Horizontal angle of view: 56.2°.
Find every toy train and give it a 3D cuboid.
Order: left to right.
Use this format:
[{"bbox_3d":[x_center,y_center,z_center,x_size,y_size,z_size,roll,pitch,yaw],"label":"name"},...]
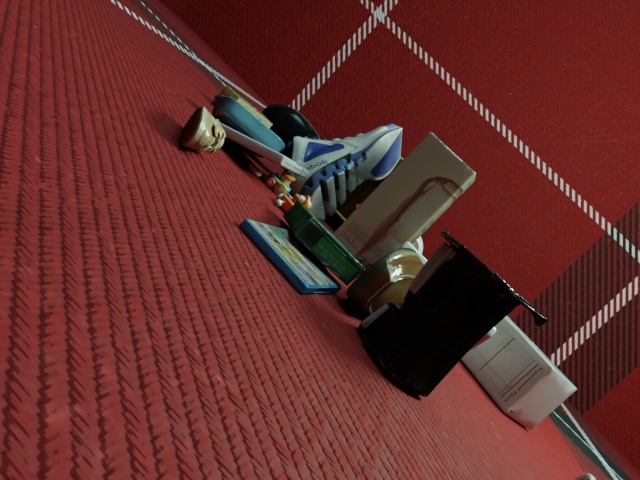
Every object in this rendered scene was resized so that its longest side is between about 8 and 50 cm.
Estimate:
[{"bbox_3d":[-0.063,-0.094,1.133,0.166,0.046,0.125,51,10,35],"label":"toy train"}]

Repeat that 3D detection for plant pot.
[{"bbox_3d":[0.124,-0.091,1.483,0.212,0.212,0.187,47,-13,18],"label":"plant pot"}]

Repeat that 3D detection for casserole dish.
[{"bbox_3d":[-0.159,-0.236,1.286,0.188,0.037,0.114,39,-16,-25],"label":"casserole dish"}]

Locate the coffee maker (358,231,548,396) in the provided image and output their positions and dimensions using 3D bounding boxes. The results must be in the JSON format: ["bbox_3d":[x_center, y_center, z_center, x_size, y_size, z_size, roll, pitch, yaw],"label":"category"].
[{"bbox_3d":[0.149,0.101,0.745,0.120,0.178,0.171,40,7,-15],"label":"coffee maker"}]

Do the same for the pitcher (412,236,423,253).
[{"bbox_3d":[0.188,-0.004,1.647,0.177,0.125,0.207,40,-1,-6],"label":"pitcher"}]

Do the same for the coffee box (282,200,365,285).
[{"bbox_3d":[0.000,0.000,0.921,0.113,0.040,0.184,45,2,-15],"label":"coffee box"}]

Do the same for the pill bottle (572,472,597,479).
[{"bbox_3d":[0.435,0.423,0.919,0.116,0.065,0.065,46,9,10],"label":"pill bottle"}]

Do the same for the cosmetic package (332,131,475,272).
[{"bbox_3d":[0.174,-0.066,1.256,0.129,0.296,0.153,45,9,11],"label":"cosmetic package"}]

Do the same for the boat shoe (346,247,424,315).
[{"bbox_3d":[0.149,0.102,0.946,0.120,0.122,0.324,52,12,24],"label":"boat shoe"}]

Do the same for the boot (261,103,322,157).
[{"bbox_3d":[-0.054,-0.261,1.690,0.348,0.131,0.260,45,9,1],"label":"boot"}]

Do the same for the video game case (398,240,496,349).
[{"bbox_3d":[0.218,0.123,1.167,0.227,0.026,0.206,46,-20,12],"label":"video game case"}]

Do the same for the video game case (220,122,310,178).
[{"bbox_3d":[-0.126,-0.181,1.169,0.190,0.022,0.173,28,5,14],"label":"video game case"}]

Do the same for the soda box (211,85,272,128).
[{"bbox_3d":[-0.201,-0.330,1.561,0.058,0.061,0.181,49,10,23],"label":"soda box"}]

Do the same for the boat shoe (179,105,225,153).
[{"bbox_3d":[-0.170,-0.162,0.898,0.059,0.063,0.170,35,10,-19],"label":"boat shoe"}]

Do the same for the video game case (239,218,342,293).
[{"bbox_3d":[-0.035,0.024,0.805,0.119,0.015,0.166,47,9,14],"label":"video game case"}]

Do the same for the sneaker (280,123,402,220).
[{"bbox_3d":[0.028,-0.188,1.333,0.182,0.315,0.128,36,-33,29],"label":"sneaker"}]

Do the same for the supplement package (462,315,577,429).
[{"bbox_3d":[0.402,0.260,1.298,0.133,0.139,0.244,36,13,-38],"label":"supplement package"}]
